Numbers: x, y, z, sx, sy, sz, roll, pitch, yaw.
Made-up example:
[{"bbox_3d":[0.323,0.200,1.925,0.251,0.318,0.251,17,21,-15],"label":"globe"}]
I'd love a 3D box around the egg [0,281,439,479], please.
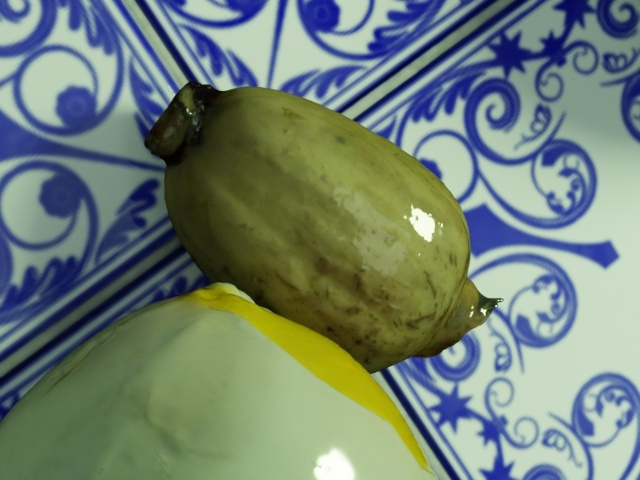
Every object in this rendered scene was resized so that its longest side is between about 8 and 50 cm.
[{"bbox_3d":[-0.055,0.203,0.786,0.283,0.283,0.345,-31,106,-17],"label":"egg"}]

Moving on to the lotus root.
[{"bbox_3d":[0.000,0.000,0.878,0.257,0.140,0.154,36,116,-8],"label":"lotus root"}]
